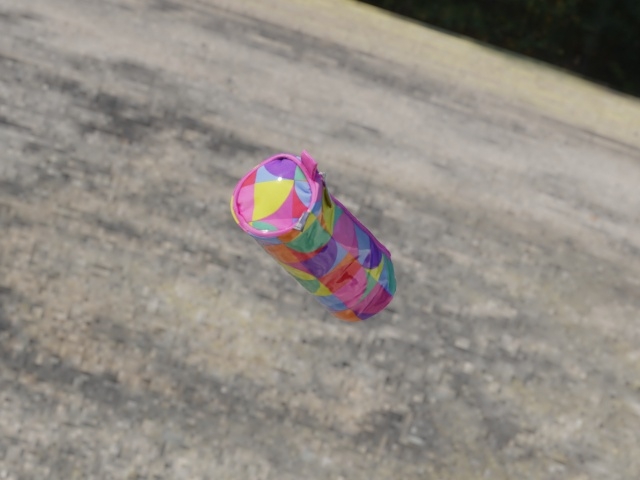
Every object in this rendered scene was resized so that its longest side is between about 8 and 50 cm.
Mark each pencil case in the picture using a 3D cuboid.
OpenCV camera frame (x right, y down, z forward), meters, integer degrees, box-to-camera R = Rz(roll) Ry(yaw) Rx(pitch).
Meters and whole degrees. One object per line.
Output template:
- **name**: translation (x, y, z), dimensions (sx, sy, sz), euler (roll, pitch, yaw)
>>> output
- **pencil case**: translation (0.000, 0.000, 1.473), dimensions (0.104, 0.104, 0.236), euler (27, -12, 33)
